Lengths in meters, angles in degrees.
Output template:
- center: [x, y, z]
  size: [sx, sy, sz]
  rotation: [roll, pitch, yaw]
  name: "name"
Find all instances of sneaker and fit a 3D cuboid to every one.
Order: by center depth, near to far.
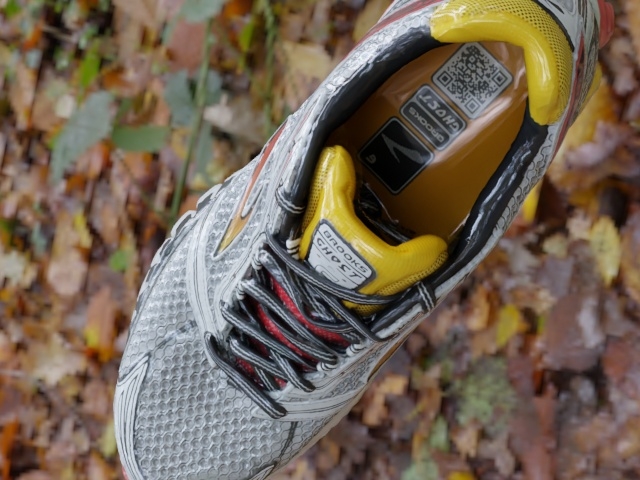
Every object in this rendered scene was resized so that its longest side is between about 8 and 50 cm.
- center: [0.000, 0.000, 0.436]
  size: [0.225, 0.088, 0.093]
  rotation: [-54, 0, 21]
  name: "sneaker"
